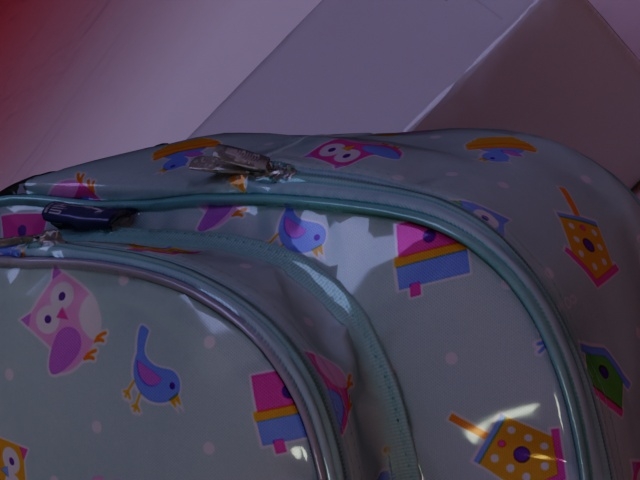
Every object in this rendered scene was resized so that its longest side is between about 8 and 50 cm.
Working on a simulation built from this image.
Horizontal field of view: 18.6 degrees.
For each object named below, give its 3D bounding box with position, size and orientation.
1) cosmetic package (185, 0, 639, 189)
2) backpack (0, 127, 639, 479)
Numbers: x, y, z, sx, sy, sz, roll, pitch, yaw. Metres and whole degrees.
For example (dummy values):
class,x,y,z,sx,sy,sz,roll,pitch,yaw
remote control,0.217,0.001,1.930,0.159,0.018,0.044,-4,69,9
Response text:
class,x,y,z,sx,sy,sz,roll,pitch,yaw
cosmetic package,0.000,0.000,0.670,0.231,0.085,0.117,-47,30,2
backpack,-0.001,0.053,0.505,0.188,0.166,0.144,-3,10,27
